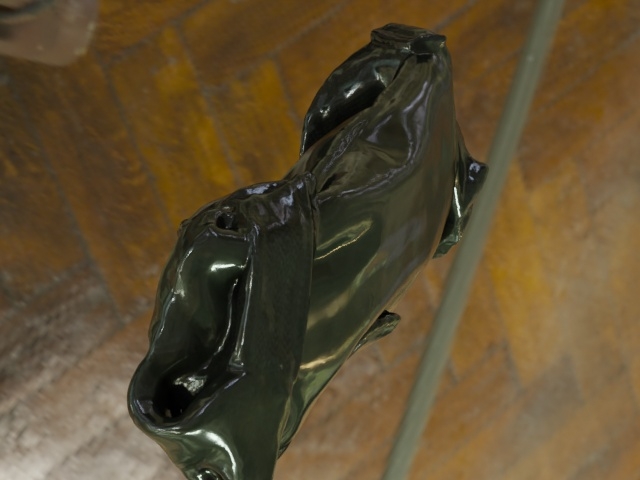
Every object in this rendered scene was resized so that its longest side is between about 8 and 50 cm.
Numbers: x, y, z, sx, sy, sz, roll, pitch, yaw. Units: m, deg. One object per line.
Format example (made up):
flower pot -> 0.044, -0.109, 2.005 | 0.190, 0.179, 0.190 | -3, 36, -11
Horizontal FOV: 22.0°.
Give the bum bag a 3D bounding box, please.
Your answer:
bum bag -> 0.000, 0.000, 0.702 | 0.326, 0.079, 0.142 | -46, 142, -60
